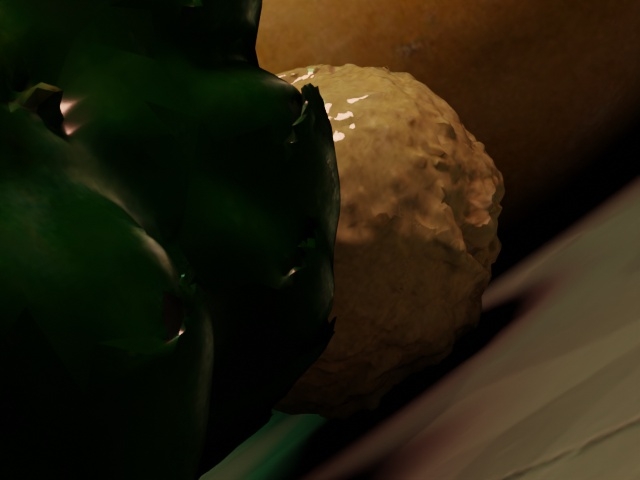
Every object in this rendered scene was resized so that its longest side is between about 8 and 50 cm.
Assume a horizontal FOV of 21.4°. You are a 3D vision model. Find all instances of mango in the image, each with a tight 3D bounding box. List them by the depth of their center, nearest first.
[{"bbox_3d":[0.063,-0.113,0.729,0.384,0.199,0.221,-40,-5,1],"label":"mango"}]

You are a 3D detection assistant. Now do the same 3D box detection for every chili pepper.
[{"bbox_3d":[-0.126,0.013,0.479,0.257,0.248,0.233,-39,1,35],"label":"chili pepper"}]

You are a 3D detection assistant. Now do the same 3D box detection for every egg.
[{"bbox_3d":[0.000,0.000,0.586,0.140,0.116,0.118,-30,29,39],"label":"egg"}]
